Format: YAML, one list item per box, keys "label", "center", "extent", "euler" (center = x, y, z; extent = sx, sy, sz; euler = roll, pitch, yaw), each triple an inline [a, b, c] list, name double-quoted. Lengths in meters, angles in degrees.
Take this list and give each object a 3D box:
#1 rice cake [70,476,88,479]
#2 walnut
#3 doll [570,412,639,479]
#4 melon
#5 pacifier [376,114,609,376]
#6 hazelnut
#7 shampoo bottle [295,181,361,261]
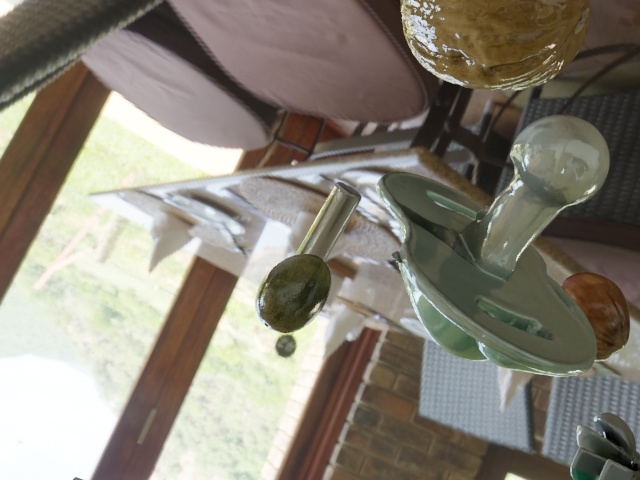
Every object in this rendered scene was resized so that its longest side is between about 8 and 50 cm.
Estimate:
- label: "rice cake"
  center: [-0.271, 0.364, 0.955]
  extent: [0.180, 0.042, 0.030]
  euler: [10, -153, 26]
- label: "walnut"
  center: [0.288, -0.403, 1.205]
  extent: [0.333, 0.332, 0.333]
  euler: [22, 168, 5]
- label: "doll"
  center: [0.499, 0.371, 1.121]
  extent: [0.195, 0.153, 0.258]
  euler: [17, 165, 35]
- label: "melon"
  center: [-0.039, 0.077, 1.033]
  extent: [0.098, 0.130, 0.098]
  euler: [34, 156, 18]
- label: "pacifier"
  center: [0.216, -0.009, 0.769]
  extent: [0.288, 0.269, 0.343]
  euler: [23, -150, -21]
- label: "hazelnut"
  center: [0.489, 0.142, 1.282]
  extent: [0.150, 0.150, 0.150]
  euler: [22, 168, 5]
- label: "shampoo bottle"
  center: [0.000, 0.000, 1.342]
  extent: [0.056, 0.227, 0.086]
  euler: [27, -165, -12]
